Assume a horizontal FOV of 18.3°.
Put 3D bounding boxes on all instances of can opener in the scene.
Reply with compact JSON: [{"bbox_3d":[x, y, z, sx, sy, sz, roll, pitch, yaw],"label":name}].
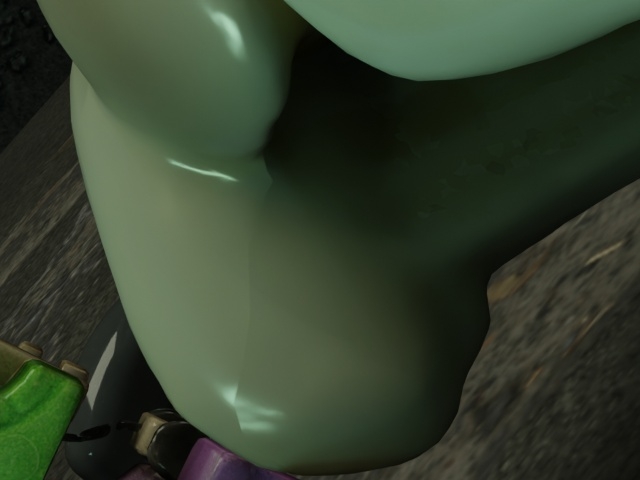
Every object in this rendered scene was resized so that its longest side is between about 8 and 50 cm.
[{"bbox_3d":[-0.021,-0.002,0.920,0.076,0.095,0.283,4,60,50],"label":"can opener"}]

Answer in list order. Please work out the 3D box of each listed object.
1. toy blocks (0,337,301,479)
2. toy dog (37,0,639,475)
[{"bbox_3d":[-0.163,0.144,0.607,0.260,0.289,0.309,-66,8,-5],"label":"toy blocks"},{"bbox_3d":[0.054,-0.199,0.434,0.285,0.395,0.408,-19,-22,-14],"label":"toy dog"}]
